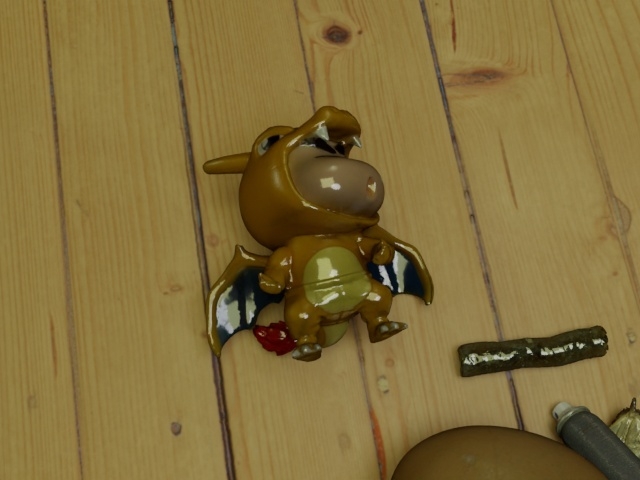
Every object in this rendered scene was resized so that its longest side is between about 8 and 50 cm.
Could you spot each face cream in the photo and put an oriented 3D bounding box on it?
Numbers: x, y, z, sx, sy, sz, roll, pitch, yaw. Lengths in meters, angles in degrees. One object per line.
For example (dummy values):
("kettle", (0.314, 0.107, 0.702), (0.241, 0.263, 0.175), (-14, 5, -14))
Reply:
("face cream", (0.463, 0.357, 1.244), (0.073, 0.073, 0.283), (-30, 39, -6))

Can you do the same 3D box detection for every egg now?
("egg", (0.278, 0.431, 1.177), (0.374, 0.301, 0.301), (17, 76, 10))

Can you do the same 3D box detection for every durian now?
("durian", (0.517, 0.327, 1.313), (0.110, 0.071, 0.140), (8, 89, 43))

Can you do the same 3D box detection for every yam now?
("yam", (0.363, 0.192, 1.368), (0.253, 0.061, 0.061), (-8, 74, 0))

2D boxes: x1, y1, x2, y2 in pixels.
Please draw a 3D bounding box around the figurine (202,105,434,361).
("figurine", (-0.035, 0.008, 1.333), (0.401, 0.268, 0.387), (-17, 77, 2))
